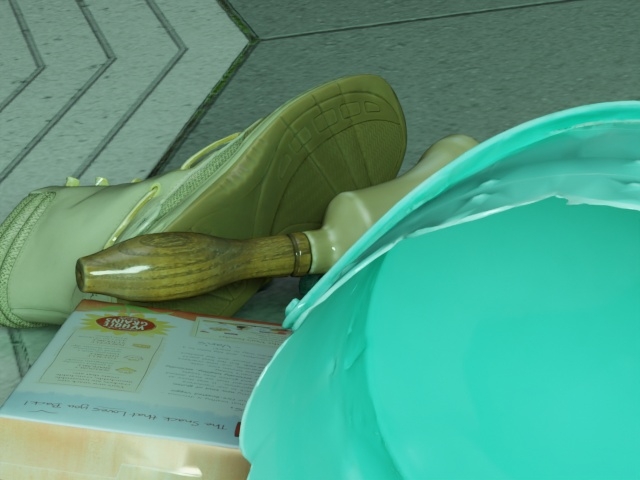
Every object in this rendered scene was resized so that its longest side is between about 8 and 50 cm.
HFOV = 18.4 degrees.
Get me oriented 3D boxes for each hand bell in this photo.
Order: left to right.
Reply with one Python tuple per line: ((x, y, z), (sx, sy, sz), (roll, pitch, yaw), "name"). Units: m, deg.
((-0.022, 0.007, 1.135), (0.242, 0.126, 0.126), (-4, 19, -25), "hand bell")

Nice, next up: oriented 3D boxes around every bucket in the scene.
((0.117, 0.082, 0.806), (0.281, 0.281, 0.183), (-2, 19, 13), "bucket")

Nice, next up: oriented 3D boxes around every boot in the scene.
((-0.085, -0.022, 1.274), (0.203, 0.095, 0.262), (0, 35, 49), "boot")

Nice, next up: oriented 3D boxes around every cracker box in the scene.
((-0.067, 0.094, 0.990), (0.155, 0.067, 0.232), (8, 11, 2), "cracker box")

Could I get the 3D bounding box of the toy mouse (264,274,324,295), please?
((0.000, 0.000, 1.329), (0.143, 0.031, 0.161), (-6, 23, 5), "toy mouse")
